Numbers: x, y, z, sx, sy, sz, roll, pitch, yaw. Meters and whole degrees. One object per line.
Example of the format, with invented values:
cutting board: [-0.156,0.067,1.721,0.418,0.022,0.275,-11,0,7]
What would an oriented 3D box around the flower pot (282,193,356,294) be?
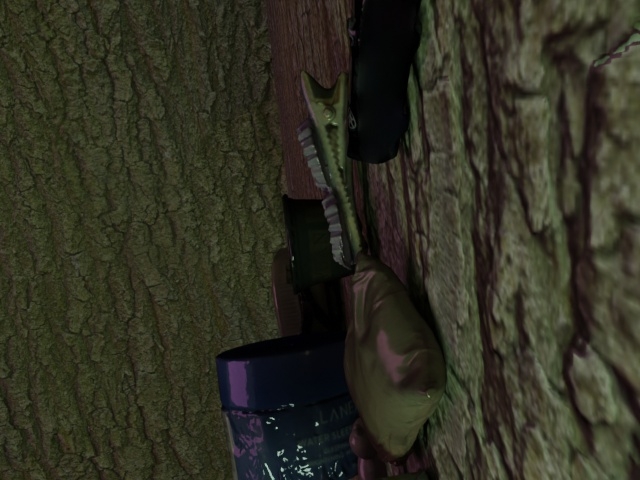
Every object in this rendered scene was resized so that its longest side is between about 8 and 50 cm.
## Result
flower pot: [0.000,0.000,0.847,0.157,0.106,0.158,173,90,-87]

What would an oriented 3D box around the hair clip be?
hair clip: [0.028,-0.072,0.697,0.106,0.084,0.292,-19,-82,-78]

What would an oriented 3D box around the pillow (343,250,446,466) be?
pillow: [0.066,0.133,0.578,0.270,0.067,0.173,90,164,-53]

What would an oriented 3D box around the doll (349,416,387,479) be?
doll: [0.063,0.304,0.669,0.160,0.059,0.161,25,-124,-71]

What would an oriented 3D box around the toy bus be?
toy bus: [0.048,-0.145,0.453,0.172,0.057,0.072,90,180,-50]

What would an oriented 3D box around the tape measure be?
tape measure: [-0.021,0.156,1.160,0.231,0.132,0.271,-90,-8,-77]

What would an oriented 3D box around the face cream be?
face cream: [-0.043,0.286,0.933,0.249,0.248,0.225,154,107,-84]

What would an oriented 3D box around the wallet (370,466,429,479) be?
wallet: [-0.021,0.362,0.533,0.077,0.309,0.223,91,169,-75]
